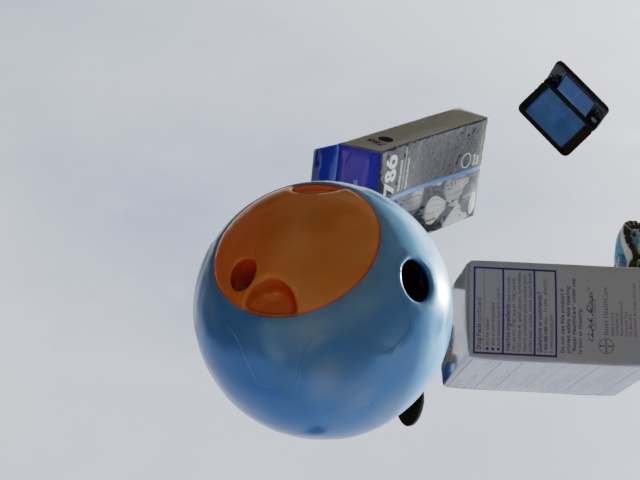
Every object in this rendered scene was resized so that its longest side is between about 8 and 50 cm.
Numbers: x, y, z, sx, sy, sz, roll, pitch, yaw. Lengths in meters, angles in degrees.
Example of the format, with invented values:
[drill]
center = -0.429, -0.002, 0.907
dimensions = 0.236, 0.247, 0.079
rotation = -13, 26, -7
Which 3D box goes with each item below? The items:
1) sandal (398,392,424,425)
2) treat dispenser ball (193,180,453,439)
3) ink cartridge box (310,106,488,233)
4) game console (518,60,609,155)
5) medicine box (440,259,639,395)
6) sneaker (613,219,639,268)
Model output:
[sandal]
center = 0.143, 0.225, 2.208
dimensions = 0.040, 0.179, 0.067
rotation = -7, -162, -40
[treat dispenser ball]
center = 0.002, 0.076, 1.465
dimensions = 0.288, 0.288, 0.288
rotation = -15, -153, 8
[ink cartridge box]
center = 0.113, -0.079, 1.871
dimensions = 0.065, 0.165, 0.333
rotation = 25, -149, 36
[game console]
center = 0.479, -0.260, 2.602
dimensions = 0.085, 0.144, 0.124
rotation = -39, 169, -18
[medicine box]
center = 0.341, 0.137, 1.983
dimensions = 0.289, 0.149, 0.263
rotation = 4, 164, -3
[sneaker]
center = 0.572, 0.049, 2.413
dimensions = 0.063, 0.162, 0.073
rotation = 4, 162, -10
